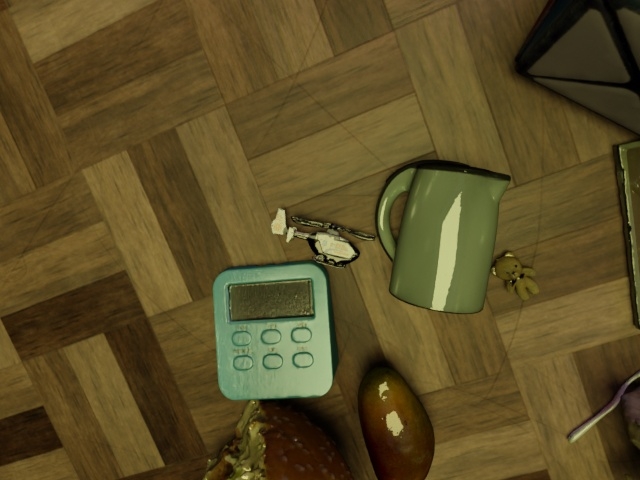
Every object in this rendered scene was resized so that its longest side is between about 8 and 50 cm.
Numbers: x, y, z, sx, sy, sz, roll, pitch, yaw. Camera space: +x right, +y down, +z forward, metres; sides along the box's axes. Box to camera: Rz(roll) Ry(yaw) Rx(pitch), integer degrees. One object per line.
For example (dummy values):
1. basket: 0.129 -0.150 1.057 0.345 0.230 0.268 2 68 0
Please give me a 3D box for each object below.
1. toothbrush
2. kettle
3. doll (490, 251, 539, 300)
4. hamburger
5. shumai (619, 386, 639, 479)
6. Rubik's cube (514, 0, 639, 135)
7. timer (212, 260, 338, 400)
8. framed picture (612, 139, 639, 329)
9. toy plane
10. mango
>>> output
1. toothbrush: 0.540 0.310 0.849 0.022 0.017 0.204 44 103 18
2. kettle: 0.191 -0.020 0.777 0.221 0.161 0.236 16 103 37
3. doll: 0.359 0.066 0.825 0.061 0.051 0.093 -43 121 12
4. hamburger: -0.049 0.481 0.794 0.287 0.445 0.268 26 95 -19
5. shumai: 0.657 0.389 0.718 0.314 0.267 0.262 -5 100 12
6. Rubik's cube: 0.498 -0.329 0.588 0.310 0.305 0.306 30 96 4
7. timer: -0.091 0.171 0.877 0.232 0.091 0.249 -6 96 10
8. framed picture: 0.652 -0.024 0.768 0.248 0.022 0.334 -11 98 9
9. toy plane: -0.001 0.001 0.854 0.197 0.053 0.078 17 94 4
10. mango: 0.146 0.359 0.864 0.133 0.111 0.267 -9 101 25
